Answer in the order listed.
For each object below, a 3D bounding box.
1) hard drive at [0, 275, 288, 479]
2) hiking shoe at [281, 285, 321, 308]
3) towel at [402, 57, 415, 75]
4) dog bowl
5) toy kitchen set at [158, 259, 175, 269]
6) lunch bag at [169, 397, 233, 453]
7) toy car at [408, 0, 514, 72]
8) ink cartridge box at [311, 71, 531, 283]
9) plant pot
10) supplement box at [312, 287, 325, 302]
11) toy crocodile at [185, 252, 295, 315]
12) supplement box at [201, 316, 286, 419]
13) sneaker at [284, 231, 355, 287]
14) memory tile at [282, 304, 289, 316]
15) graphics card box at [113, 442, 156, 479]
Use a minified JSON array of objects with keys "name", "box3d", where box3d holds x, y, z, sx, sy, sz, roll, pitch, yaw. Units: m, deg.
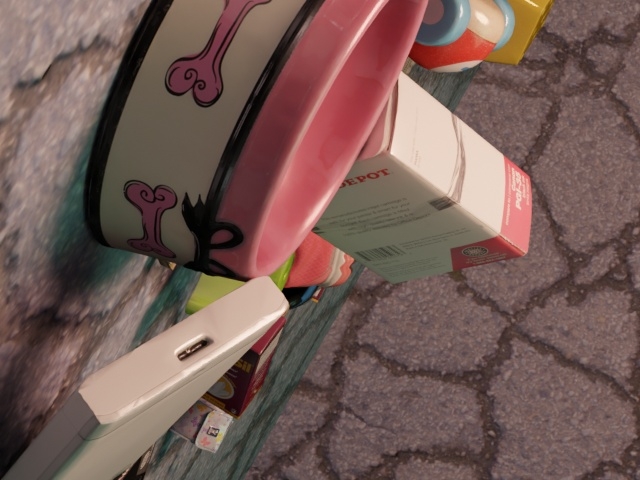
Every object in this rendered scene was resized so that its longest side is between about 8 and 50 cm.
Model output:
[{"name":"hard drive","box3d":[-0.195,0.177,1.157,0.233,0.047,0.353,-31,170,-45]},{"name":"hiking shoe","box3d":[0.000,0.000,2.048,0.304,0.113,0.132,-64,172,22]},{"name":"towel","box3d":[0.162,-0.402,1.923,0.324,0.056,0.312,-59,170,7]},{"name":"dog bowl","box3d":[-0.040,-0.139,1.150,0.408,0.150,0.408,-59,173,-12]},{"name":"toy kitchen set","box3d":[-0.128,-0.005,1.340,0.083,0.075,0.068,-63,172,-14]},{"name":"lunch bag","box3d":[-0.190,0.295,2.009,0.071,0.083,0.053,-61,173,6]},{"name":"toy car","box3d":[0.070,-0.227,1.431,0.238,0.210,0.219,-50,166,21]},{"name":"ink cartridge box","box3d":[0.087,-0.067,1.458,0.283,0.207,0.117,33,55,-42]},{"name":"plant pot","box3d":[0.317,-0.440,2.225,0.212,0.187,0.212,-54,170,-38]},{"name":"supplement box","box3d":[-0.030,0.071,2.204,0.043,0.055,0.083,-62,-155,4]},{"name":"toy crocodile","box3d":[-0.064,-0.033,1.524,0.340,0.115,0.105,-58,168,-33]},{"name":"supplement box","box3d":[-0.131,0.169,1.852,0.081,0.104,0.188,-54,169,-40]},{"name":"sneaker","box3d":[-0.009,-0.055,1.811,0.136,0.116,0.313,-11,125,-31]},{"name":"memory tile","box3d":[-0.117,0.154,2.008,0.148,0.012,0.113,-16,143,-43]},{"name":"graphics card box","box3d":[-0.326,0.371,1.370,0.371,0.094,0.232,-51,168,-46]}]
